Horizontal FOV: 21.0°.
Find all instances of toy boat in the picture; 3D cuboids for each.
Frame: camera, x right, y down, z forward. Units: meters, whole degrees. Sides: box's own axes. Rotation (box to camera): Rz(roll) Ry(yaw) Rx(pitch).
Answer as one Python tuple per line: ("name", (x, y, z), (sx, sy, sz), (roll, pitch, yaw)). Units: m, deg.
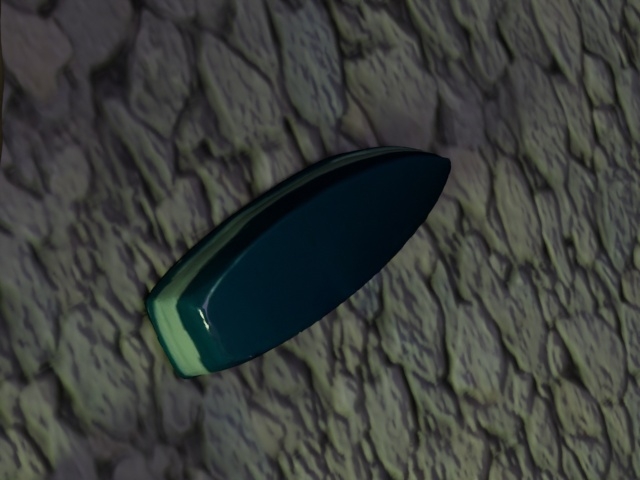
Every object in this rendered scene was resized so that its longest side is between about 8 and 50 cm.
("toy boat", (0.000, 0.000, 1.268), (0.299, 0.061, 0.096), (-37, 108, -37))

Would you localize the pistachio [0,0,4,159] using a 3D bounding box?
("pistachio", (-0.325, -0.060, 0.814), (0.365, 0.281, 0.445), (-42, 142, -11))
